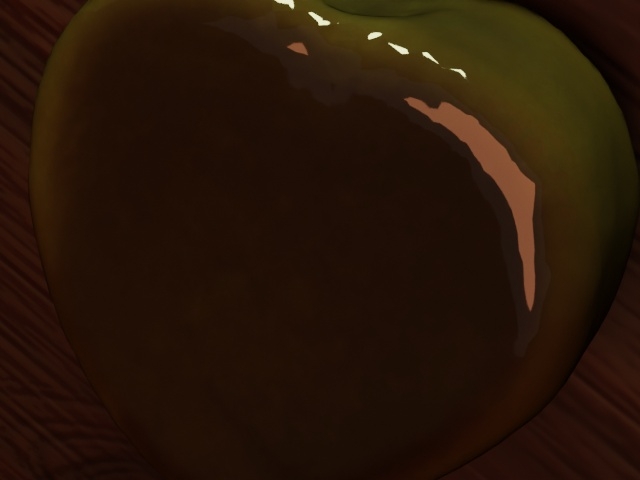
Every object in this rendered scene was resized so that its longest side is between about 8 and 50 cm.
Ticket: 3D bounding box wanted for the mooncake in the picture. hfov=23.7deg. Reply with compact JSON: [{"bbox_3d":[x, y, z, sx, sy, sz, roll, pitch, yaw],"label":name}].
[{"bbox_3d":[0.000,0.000,0.608,0.234,0.117,0.235,9,114,21],"label":"mooncake"}]
